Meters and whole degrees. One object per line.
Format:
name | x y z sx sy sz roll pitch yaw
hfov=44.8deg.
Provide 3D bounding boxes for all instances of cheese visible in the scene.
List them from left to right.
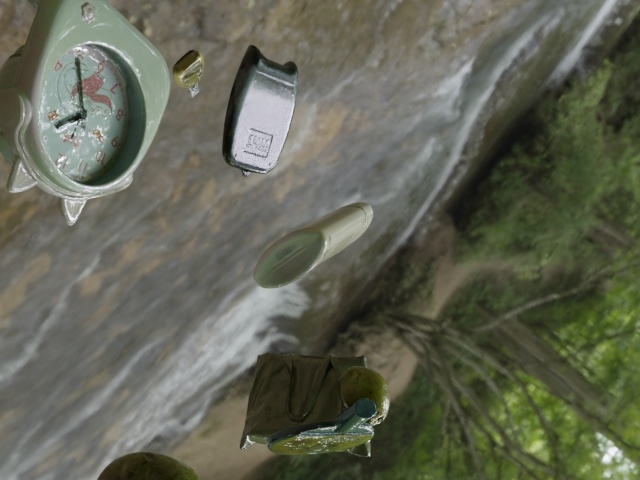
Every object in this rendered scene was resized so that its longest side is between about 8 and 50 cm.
cheese | -0.311 -0.388 1.856 0.086 0.036 0.162 -46 172 -14

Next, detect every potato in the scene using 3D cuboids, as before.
potato | -0.372 0.553 1.664 0.197 0.228 0.148 -59 -169 -6

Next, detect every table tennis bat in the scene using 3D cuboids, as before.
table tennis bat | 0.017 0.383 1.554 0.329 0.215 0.044 133 -42 -52

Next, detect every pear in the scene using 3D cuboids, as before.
pear | 0.094 0.324 1.631 0.107 0.131 0.107 -35 160 -15

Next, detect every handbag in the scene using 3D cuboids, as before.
handbag | -0.028 0.392 1.891 0.109 0.316 0.253 67 26 -55

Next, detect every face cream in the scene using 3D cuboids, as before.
face cream | 0.000 0.000 1.569 0.173 0.081 0.348 -35 178 24

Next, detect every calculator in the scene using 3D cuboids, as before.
calculator | -0.128 -0.266 1.649 0.177 0.040 0.268 8 99 -48

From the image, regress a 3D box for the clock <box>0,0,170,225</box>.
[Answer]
clock | -0.373 -0.196 1.172 0.265 0.109 0.324 44 60 -56
